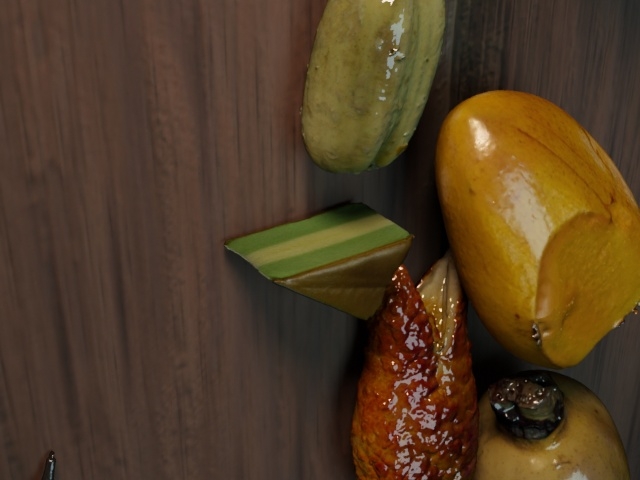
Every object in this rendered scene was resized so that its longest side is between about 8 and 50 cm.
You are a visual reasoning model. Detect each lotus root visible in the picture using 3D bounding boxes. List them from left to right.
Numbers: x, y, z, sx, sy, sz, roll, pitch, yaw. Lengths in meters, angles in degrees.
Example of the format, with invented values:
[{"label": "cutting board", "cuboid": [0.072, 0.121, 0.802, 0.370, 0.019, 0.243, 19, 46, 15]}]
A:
[{"label": "lotus root", "cuboid": [0.037, -0.132, 0.834, 0.090, 0.077, 0.183, -19, 130, -47]}, {"label": "lotus root", "cuboid": [0.212, 0.216, 1.164, 0.183, 0.183, 0.310, -40, 139, -21]}]

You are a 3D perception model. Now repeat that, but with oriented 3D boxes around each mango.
[{"label": "mango", "cuboid": [0.171, -0.026, 0.994, 0.187, 0.138, 0.257, -50, 128, -29]}]

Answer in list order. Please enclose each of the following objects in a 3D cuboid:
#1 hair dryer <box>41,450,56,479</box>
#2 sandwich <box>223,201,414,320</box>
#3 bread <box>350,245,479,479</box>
[{"label": "hair dryer", "cuboid": [-0.198, 0.220, 0.836, 0.047, 0.071, 0.150, 15, 87, -52]}, {"label": "sandwich", "cuboid": [0.000, 0.000, 0.885, 0.116, 0.074, 0.074, 24, 98, -50]}, {"label": "bread", "cuboid": [0.090, 0.135, 1.054, 0.139, 0.095, 0.269, -21, 124, -46]}]
